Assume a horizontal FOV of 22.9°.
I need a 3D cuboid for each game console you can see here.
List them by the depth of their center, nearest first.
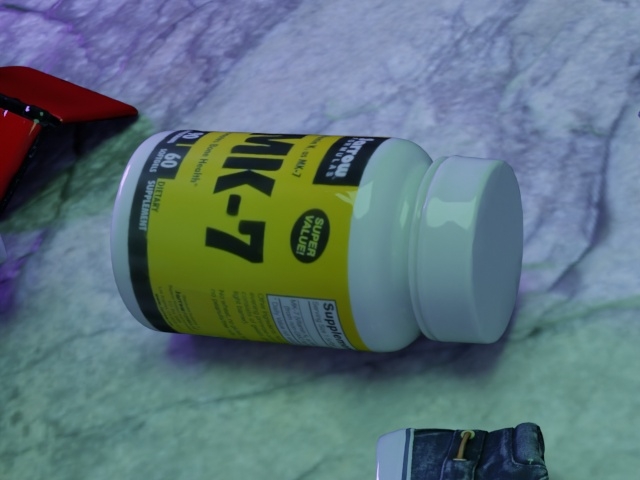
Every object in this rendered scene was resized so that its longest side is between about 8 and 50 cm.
[{"bbox_3d":[-0.226,-0.074,1.137,0.144,0.085,0.124,22,82,39],"label":"game console"}]

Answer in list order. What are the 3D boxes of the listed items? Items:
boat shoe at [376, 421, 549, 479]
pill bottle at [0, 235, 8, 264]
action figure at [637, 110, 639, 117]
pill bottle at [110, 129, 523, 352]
[{"bbox_3d":[0.068,0.149,0.713,0.083,0.065,0.183,-10,37,10],"label":"boat shoe"},{"bbox_3d":[-0.348,0.021,0.934,0.301,0.169,0.169,-27,39,-13],"label":"pill bottle"},{"bbox_3d":[0.320,-0.110,0.891,0.275,0.141,0.164,-11,49,3],"label":"action figure"},{"bbox_3d":[0.000,0.000,0.880,0.208,0.119,0.119,3,41,23],"label":"pill bottle"}]
